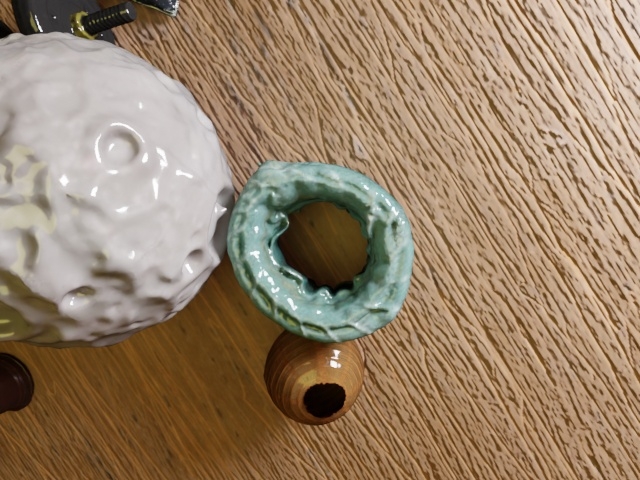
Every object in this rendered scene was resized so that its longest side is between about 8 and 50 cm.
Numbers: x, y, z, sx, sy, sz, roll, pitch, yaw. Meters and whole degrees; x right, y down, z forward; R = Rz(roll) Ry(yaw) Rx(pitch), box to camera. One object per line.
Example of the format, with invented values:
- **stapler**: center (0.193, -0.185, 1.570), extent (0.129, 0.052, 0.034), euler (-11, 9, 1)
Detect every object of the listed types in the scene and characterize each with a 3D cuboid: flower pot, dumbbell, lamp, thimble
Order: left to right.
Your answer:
- **flower pot**: center (-0.569, 0.260, 0.725), extent (0.111, 0.089, 0.111), euler (2, 100, 12)
- **dumbbell**: center (-0.389, -0.257, 0.566), extent (0.325, 0.143, 0.143), euler (-10, 98, 14)
- **lamp**: center (-0.008, 0.174, 0.572), extent (0.136, 0.136, 0.136), euler (2, 101, 11)
- **thimble**: center (0.000, 0.000, 0.524), extent (0.198, 0.143, 0.235), euler (-38, 93, 7)

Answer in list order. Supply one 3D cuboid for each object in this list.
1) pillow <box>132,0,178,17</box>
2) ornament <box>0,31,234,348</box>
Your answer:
- **pillow**: center (-0.231, -0.417, 0.552), extent (0.141, 0.055, 0.208), euler (19, 104, -1)
- **ornament**: center (-0.253, -0.047, 0.481), extent (0.336, 0.337, 0.337), euler (2, 101, 11)
